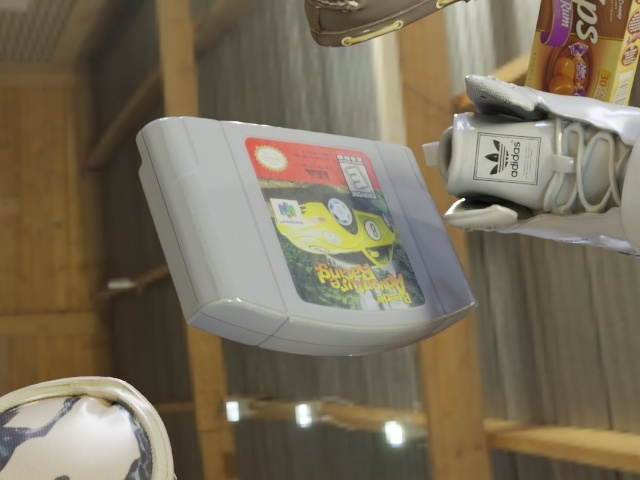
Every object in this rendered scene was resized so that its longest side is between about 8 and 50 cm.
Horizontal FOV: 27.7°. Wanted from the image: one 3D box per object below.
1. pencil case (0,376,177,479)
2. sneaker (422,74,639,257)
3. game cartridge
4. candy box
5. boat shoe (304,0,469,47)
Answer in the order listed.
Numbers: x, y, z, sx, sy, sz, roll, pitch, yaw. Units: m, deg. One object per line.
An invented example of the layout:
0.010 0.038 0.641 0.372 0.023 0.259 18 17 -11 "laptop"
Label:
-0.176 0.265 0.972 0.410 0.160 0.183 91 5 -52 "pencil case"
0.215 -0.044 0.977 0.366 0.210 0.137 -152 -110 -74 "sneaker"
0.000 0.000 1.066 0.060 0.294 0.196 -38 -119 40 "game cartridge"
0.292 -0.232 1.401 0.109 0.053 0.187 26 -57 33 "candy box"
0.127 -0.291 1.331 0.116 0.324 0.097 49 -26 37 "boat shoe"
